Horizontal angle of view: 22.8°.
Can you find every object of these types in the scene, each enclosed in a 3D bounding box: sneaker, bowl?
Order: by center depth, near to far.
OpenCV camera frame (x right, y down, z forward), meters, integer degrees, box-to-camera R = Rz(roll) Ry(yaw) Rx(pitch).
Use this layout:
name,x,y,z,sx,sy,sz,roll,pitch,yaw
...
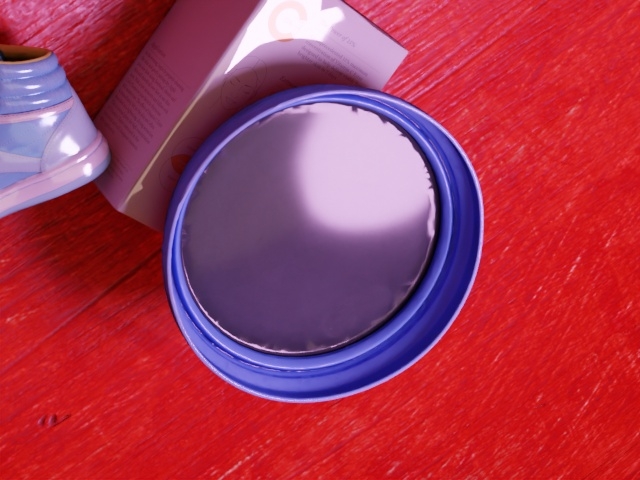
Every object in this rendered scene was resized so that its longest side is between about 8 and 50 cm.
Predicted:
name,x,y,z,sx,sy,sz,roll,pitch,yaw
sneaker,-0.417,-0.119,1.788,0.319,0.127,0.208,-25,117,-11
bowl,0.000,0.000,1.863,0.391,0.077,0.391,-7,114,-17

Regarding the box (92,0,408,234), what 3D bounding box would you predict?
name,x,y,z,sx,sy,sz,roll,pitch,yaw
box,-0.099,-0.167,1.906,0.215,0.168,0.345,30,100,-38
